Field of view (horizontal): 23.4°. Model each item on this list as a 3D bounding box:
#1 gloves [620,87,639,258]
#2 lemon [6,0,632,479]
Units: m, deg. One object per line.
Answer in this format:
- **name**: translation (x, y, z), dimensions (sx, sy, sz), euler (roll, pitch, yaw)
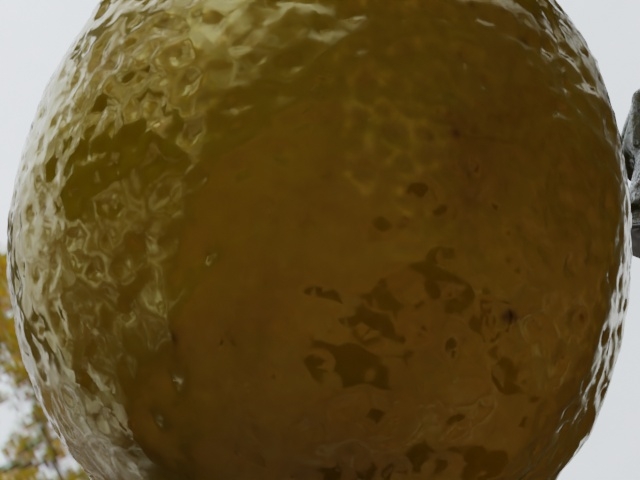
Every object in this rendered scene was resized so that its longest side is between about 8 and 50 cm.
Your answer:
- **gloves**: translation (0.315, -0.099, 1.282), dimensions (0.268, 0.135, 0.107), euler (-59, -45, -33)
- **lemon**: translation (0.000, -0.002, 0.770), dimensions (0.336, 0.336, 0.336), euler (-15, -55, -22)
